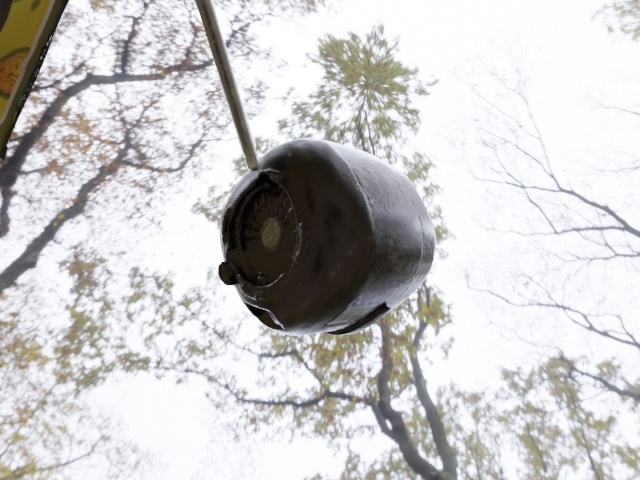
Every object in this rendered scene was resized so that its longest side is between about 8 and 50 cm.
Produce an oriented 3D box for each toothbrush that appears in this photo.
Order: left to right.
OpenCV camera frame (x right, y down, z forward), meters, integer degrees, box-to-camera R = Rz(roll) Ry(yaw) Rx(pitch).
[{"bbox_3d":[-0.135,-0.264,0.662,0.040,0.042,0.418,-17,-74,-3],"label":"toothbrush"}]

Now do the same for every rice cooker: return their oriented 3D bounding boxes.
[{"bbox_3d":[0.000,0.000,0.909,0.267,0.224,0.267,0,-90,45],"label":"rice cooker"}]

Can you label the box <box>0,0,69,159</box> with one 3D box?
[{"bbox_3d":[-0.541,-0.339,0.828,0.420,0.138,0.373,18,-76,-44],"label":"box"}]
